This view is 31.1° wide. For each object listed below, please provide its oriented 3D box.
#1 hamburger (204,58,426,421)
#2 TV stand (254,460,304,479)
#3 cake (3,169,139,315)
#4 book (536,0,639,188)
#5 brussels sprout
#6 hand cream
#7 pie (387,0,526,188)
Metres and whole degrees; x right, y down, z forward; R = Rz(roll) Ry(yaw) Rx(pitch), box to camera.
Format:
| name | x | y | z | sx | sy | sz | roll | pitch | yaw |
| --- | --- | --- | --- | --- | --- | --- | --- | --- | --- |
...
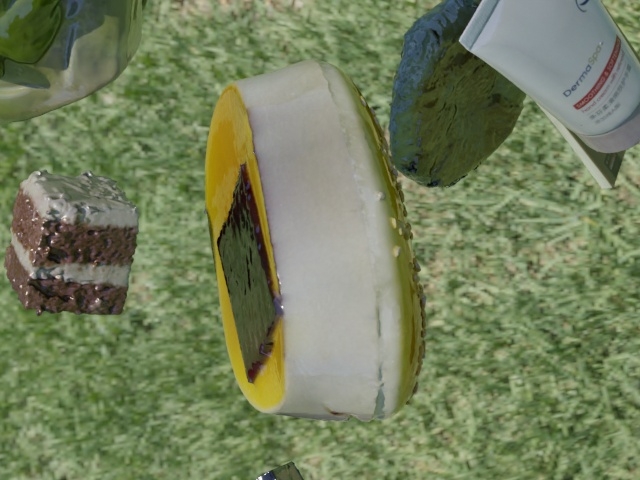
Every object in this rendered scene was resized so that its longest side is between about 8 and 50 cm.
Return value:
| name | x | y | z | sx | sy | sz | roll | pitch | yaw |
| --- | --- | --- | --- | --- | --- | --- | --- | --- | --- |
| hamburger | 0.000 | 0.000 | 0.918 | 0.227 | 0.151 | 0.295 | 127 | 138 | -66 |
| TV stand | -0.012 | 0.401 | 1.349 | 0.088 | 0.083 | 0.269 | -35 | 77 | 15 |
| cake | -0.302 | 0.001 | 1.407 | 0.134 | 0.135 | 0.147 | 46 | 123 | 50 |
| book | 0.315 | -0.241 | 1.451 | 0.021 | 0.310 | 0.217 | -9 | 48 | 43 |
| brussels sprout | -0.304 | -0.261 | 0.983 | 0.328 | 0.328 | 0.247 | -23 | 33 | 39 |
| hand cream | 0.213 | -0.169 | 0.995 | 0.083 | 0.248 | 0.133 | 22 | 83 | 43 |
| pie | 0.188 | -0.202 | 1.536 | 0.071 | 0.306 | 0.306 | 36 | 113 | 36 |
